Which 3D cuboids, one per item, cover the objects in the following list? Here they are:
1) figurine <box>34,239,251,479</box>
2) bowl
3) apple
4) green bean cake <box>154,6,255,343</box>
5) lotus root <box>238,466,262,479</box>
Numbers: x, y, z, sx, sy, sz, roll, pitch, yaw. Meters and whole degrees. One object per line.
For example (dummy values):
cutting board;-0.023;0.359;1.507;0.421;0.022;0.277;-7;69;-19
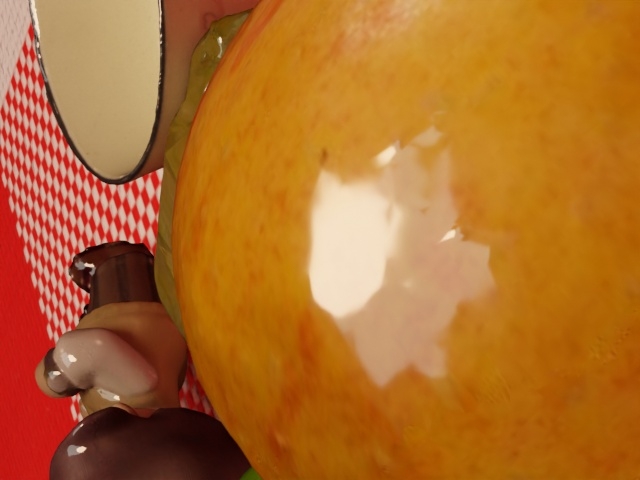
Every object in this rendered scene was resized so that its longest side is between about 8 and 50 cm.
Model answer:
figurine;-0.152;0.165;1.101;0.365;0.206;0.218;56;145;38
bowl;-0.101;-0.161;0.986;0.237;0.126;0.238;29;123;57
apple;0.103;-0.008;0.492;0.275;0.299;0.299;-58;43;17
green bean cake;0.000;0.000;0.852;0.236;0.124;0.233;52;141;43
lotus root;0.018;0.156;0.741;0.186;0.186;0.186;29;124;56
